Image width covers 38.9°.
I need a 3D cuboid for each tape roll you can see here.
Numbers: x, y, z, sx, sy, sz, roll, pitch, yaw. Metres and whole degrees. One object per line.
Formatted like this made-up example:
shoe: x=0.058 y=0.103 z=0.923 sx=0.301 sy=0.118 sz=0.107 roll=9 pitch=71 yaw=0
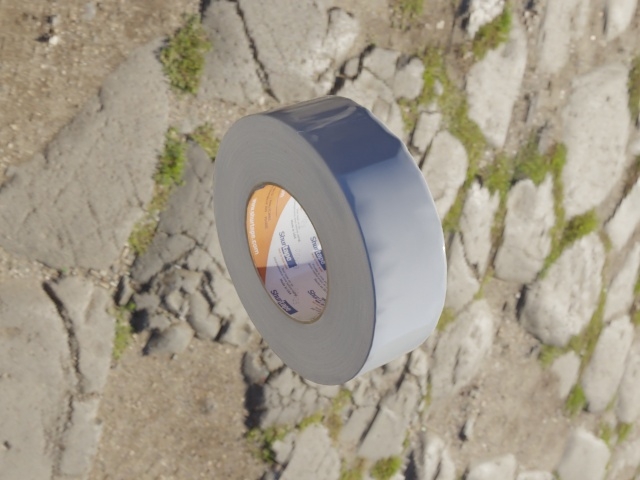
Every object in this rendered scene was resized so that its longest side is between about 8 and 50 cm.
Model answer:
tape roll: x=0.000 y=0.000 z=0.715 sx=0.072 sy=0.219 sz=0.219 roll=-20 pitch=120 yaw=-32
